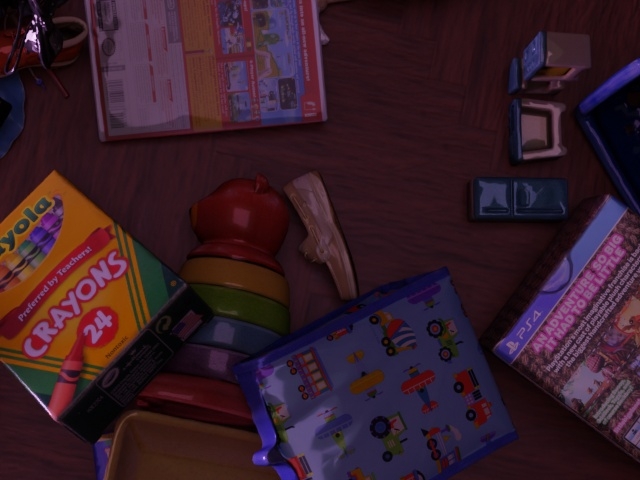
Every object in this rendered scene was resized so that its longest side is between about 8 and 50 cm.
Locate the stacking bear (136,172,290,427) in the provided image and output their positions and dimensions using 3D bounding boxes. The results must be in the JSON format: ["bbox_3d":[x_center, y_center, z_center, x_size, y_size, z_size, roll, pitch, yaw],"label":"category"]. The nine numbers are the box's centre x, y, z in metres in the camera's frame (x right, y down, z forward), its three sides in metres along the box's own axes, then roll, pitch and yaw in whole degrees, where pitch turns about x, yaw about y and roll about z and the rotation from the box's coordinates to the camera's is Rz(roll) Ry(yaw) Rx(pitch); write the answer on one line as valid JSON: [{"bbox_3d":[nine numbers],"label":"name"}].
[{"bbox_3d":[-0.111,0.065,1.536,0.164,0.175,0.289,11,76,-1],"label":"stacking bear"}]

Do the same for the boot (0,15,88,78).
[{"bbox_3d":[-0.356,-0.237,1.551,0.158,0.084,0.059,-15,85,-31],"label":"boot"}]

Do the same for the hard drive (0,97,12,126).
[{"bbox_3d":[-0.573,-0.153,1.543,0.339,0.064,0.237,33,90,3],"label":"hard drive"}]

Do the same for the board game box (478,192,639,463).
[{"bbox_3d":[0.378,0.123,1.558,0.291,0.141,0.232,37,89,0],"label":"board game box"}]

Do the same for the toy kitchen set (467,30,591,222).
[{"bbox_3d":[0.252,-0.133,1.575,0.122,0.166,0.207,0,83,-5],"label":"toy kitchen set"}]

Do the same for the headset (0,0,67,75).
[{"bbox_3d":[-0.415,-0.317,1.471,0.243,0.185,0.394,-30,54,-29],"label":"headset"}]

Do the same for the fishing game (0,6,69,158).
[{"bbox_3d":[-0.456,-0.171,1.589,0.264,0.041,0.189,-33,89,-8],"label":"fishing game"}]

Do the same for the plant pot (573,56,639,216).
[{"bbox_3d":[0.481,-0.135,1.565,0.212,0.236,0.236,-28,87,-12],"label":"plant pot"}]

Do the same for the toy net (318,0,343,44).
[{"bbox_3d":[0.000,-0.341,1.639,0.122,0.045,0.232,34,83,-1],"label":"toy net"}]

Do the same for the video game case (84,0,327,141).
[{"bbox_3d":[-0.141,-0.235,1.599,0.285,0.025,0.204,-5,96,-1],"label":"video game case"}]

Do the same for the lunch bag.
[{"bbox_3d":[0.049,0.191,1.471,0.293,0.138,0.221,-25,93,-35],"label":"lunch bag"}]

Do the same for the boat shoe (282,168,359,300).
[{"bbox_3d":[0.000,0.000,1.598,0.059,0.063,0.170,-20,83,3],"label":"boat shoe"}]

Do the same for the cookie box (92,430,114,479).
[{"bbox_3d":[-0.222,0.280,1.555,0.092,0.040,0.107,-8,84,-6],"label":"cookie box"}]

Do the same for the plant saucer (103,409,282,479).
[{"bbox_3d":[-0.114,0.385,1.508,0.333,0.081,0.333,14,83,-17],"label":"plant saucer"}]

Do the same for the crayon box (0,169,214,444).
[{"bbox_3d":[-0.298,0.057,1.477,0.202,0.081,0.318,-47,54,-9],"label":"crayon box"}]
